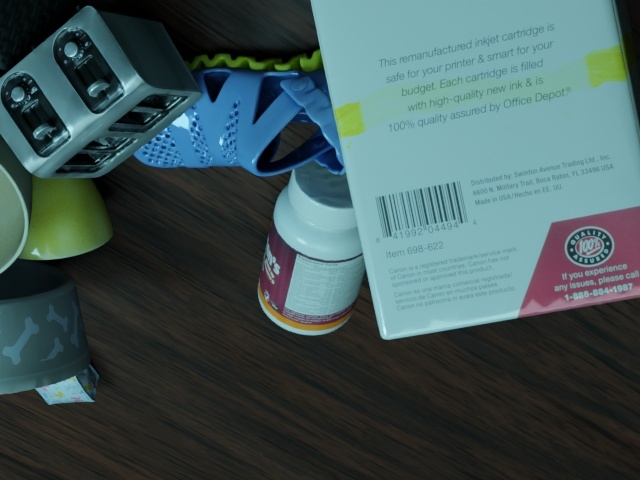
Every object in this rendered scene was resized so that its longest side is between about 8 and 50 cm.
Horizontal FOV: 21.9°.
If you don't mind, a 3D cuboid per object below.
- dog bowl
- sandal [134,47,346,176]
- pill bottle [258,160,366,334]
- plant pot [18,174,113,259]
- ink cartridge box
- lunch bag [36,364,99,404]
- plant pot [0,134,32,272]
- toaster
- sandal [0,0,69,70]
[{"bbox_3d":[-0.442,0.091,1.933,0.349,0.349,0.102,3,100,3],"label":"dog bowl"},{"bbox_3d":[-0.065,-0.125,1.770,0.317,0.138,0.126,-10,138,20],"label":"sandal"},{"bbox_3d":[0.000,0.000,1.910,0.121,0.121,0.221,10,138,-4],"label":"pill bottle"},{"bbox_3d":[-0.311,-0.046,1.905,0.134,0.134,0.095,-1,113,8],"label":"plant pot"},{"bbox_3d":[0.167,-0.124,1.574,0.279,0.160,0.384,-10,94,17],"label":"ink cartridge box"},{"bbox_3d":[-0.343,0.179,2.203,0.071,0.053,0.083,-6,146,16],"label":"lunch bag"},{"bbox_3d":[-0.438,-0.107,1.791,0.284,0.191,0.284,4,138,4],"label":"plant pot"},{"bbox_3d":[-0.233,-0.152,1.717,0.168,0.110,0.186,-35,170,18],"label":"toaster"},{"bbox_3d":[-0.310,-0.343,1.551,0.107,0.167,0.446,31,141,13],"label":"sandal"}]
